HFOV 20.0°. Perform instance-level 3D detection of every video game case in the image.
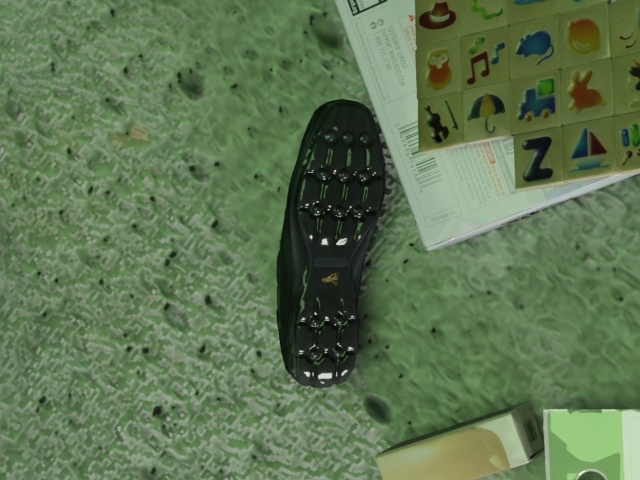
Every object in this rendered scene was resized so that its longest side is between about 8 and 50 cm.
[{"bbox_3d":[0.147,-0.160,1.331,0.244,0.061,0.269,-21,86,22],"label":"video game case"}]

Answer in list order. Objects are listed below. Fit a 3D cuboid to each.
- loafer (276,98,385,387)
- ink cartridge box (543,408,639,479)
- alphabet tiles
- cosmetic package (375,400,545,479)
[{"bbox_3d":[0.000,0.000,1.387,0.076,0.078,0.223,2,103,-18],"label":"loafer"},{"bbox_3d":[0.284,0.199,1.307,0.235,0.056,0.171,-2,93,21],"label":"ink cartridge box"},{"bbox_3d":[0.164,-0.135,1.242,0.237,0.009,0.198,-10,76,37],"label":"alphabet tiles"},{"bbox_3d":[0.106,0.160,1.371,0.115,0.060,0.041,-21,86,22],"label":"cosmetic package"}]
